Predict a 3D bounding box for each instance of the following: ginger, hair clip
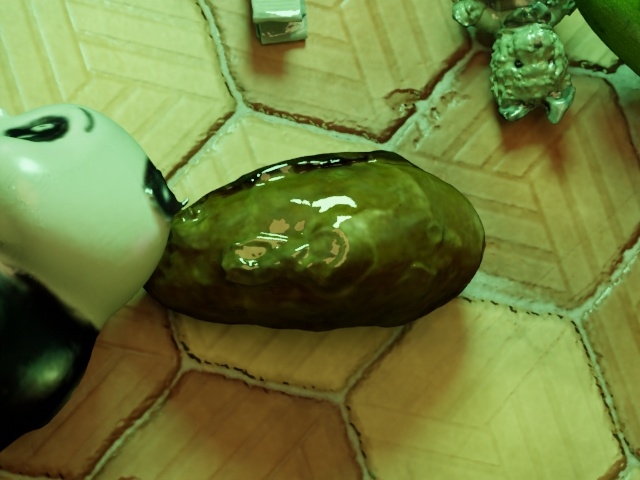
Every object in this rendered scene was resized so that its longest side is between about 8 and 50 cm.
[{"bbox_3d":[0.000,0.000,1.649,0.321,0.172,0.165,-3,78,-16],"label":"ginger"},{"bbox_3d":[-0.060,-0.302,1.782,0.159,0.071,0.218,-2,71,-12],"label":"hair clip"}]

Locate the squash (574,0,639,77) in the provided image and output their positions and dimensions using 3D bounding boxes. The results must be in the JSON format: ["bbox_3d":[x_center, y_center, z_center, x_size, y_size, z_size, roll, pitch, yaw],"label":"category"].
[{"bbox_3d":[0.393,-0.155,1.804,0.395,0.107,0.107,39,69,-17],"label":"squash"}]

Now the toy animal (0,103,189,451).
[{"bbox_3d":[-0.266,0.023,1.549,0.310,0.251,0.251,-43,88,-18],"label":"toy animal"}]

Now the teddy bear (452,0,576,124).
[{"bbox_3d":[0.192,-0.223,1.808,0.133,0.111,0.213,-8,101,-6],"label":"teddy bear"}]
